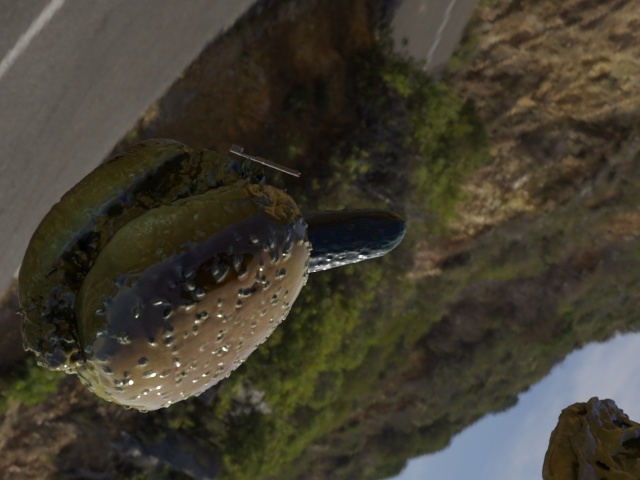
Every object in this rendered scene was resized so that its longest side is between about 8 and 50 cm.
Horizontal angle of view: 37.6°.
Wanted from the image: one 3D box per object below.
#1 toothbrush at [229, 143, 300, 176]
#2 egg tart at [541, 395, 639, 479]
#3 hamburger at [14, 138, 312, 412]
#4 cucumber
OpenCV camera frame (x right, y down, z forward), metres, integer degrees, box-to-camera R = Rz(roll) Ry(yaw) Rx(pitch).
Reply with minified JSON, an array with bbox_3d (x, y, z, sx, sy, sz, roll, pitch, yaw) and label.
[{"bbox_3d":[-0.054,-0.077,0.896,0.006,0.097,0.008,22,92,-51],"label":"toothbrush"},{"bbox_3d":[0.205,0.203,0.546,0.106,0.241,0.241,-20,-163,26],"label":"egg tart"},{"bbox_3d":[-0.111,0.037,0.687,0.215,0.122,0.189,-35,143,-25],"label":"hamburger"},{"bbox_3d":[0.001,0.000,1.136,0.242,0.074,0.074,-10,145,-33],"label":"cucumber"}]
